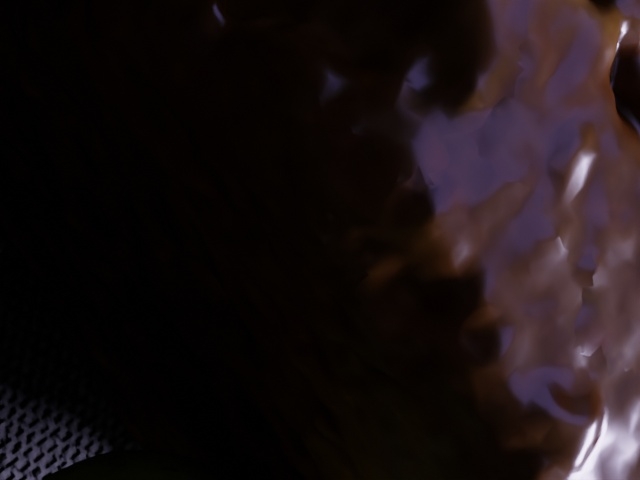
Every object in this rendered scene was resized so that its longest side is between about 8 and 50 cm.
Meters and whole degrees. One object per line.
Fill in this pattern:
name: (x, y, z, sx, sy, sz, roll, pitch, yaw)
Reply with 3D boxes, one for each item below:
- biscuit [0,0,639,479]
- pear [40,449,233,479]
biscuit: (0.000, 0.000, 0.726, 0.166, 0.395, 0.342, -36, 111, -24)
pear: (-0.068, 0.210, 0.688, 0.292, 0.159, 0.292, -6, 90, -88)
